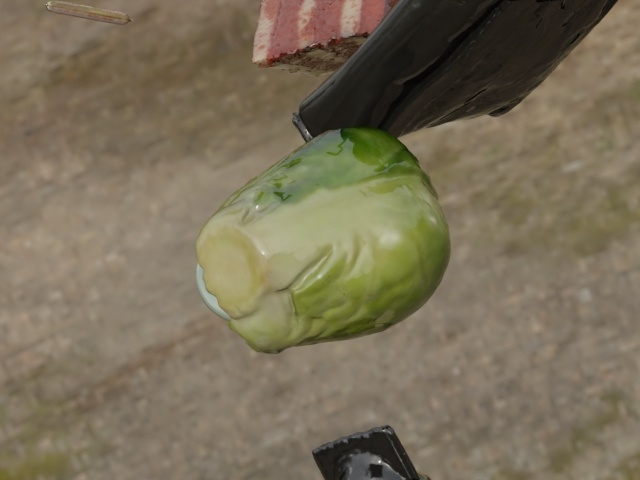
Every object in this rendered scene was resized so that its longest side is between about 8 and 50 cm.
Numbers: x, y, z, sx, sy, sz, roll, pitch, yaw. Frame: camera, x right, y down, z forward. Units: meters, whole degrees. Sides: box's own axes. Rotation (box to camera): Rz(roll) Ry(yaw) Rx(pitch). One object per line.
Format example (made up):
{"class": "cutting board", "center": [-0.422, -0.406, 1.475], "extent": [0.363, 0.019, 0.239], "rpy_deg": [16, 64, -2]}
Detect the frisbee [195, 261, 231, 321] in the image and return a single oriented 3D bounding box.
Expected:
{"class": "frisbee", "center": [-0.068, 0.031, 1.854], "extent": [0.110, 0.110, 0.014], "rpy_deg": [-24, -24, -6]}

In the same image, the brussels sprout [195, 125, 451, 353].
{"class": "brussels sprout", "center": [0.008, -0.002, 1.198], "extent": [0.145, 0.131, 0.183], "rpy_deg": [-15, 3, 16]}

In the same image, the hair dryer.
{"class": "hair dryer", "center": [0.001, 0.246, 1.390], "extent": [0.248, 0.196, 0.078], "rpy_deg": [-22, 11, 36]}

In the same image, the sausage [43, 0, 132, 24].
{"class": "sausage", "center": [-0.253, -0.248, 2.056], "extent": [0.100, 0.015, 0.015], "rpy_deg": [8, 10, -20]}

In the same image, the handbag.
{"class": "handbag", "center": [0.116, -0.150, 1.279], "extent": [0.223, 0.080, 0.247], "rpy_deg": [-26, -17, -51]}

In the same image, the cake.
{"class": "cake", "center": [0.023, -0.199, 1.882], "extent": [0.158, 0.160, 0.262], "rpy_deg": [-12, 34, 15]}
